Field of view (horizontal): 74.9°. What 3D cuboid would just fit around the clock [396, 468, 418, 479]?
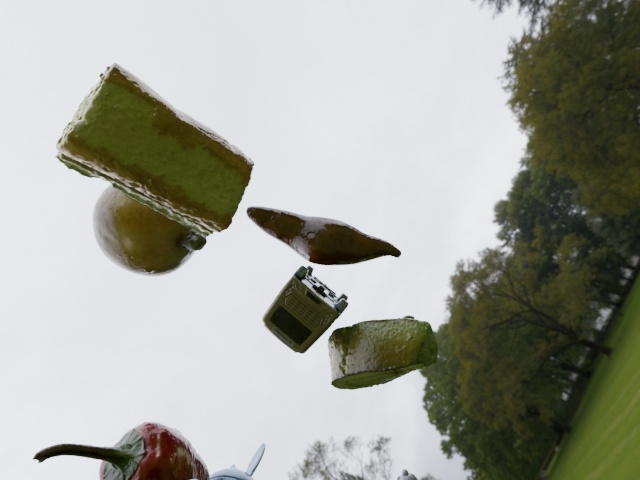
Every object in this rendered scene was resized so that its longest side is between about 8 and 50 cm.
[{"bbox_3d":[0.295,0.868,1.421,0.176,0.117,0.080,-68,-14,15],"label":"clock"}]

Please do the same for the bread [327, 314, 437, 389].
[{"bbox_3d":[0.140,0.243,0.922,0.257,0.124,0.186,-28,-33,32],"label":"bread"}]

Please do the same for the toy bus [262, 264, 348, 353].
[{"bbox_3d":[-0.033,0.158,0.975,0.157,0.139,0.289,-50,-3,0],"label":"toy bus"}]

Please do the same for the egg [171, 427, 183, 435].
[{"bbox_3d":[-0.352,0.464,0.941,0.096,0.080,0.080,-30,-43,-54],"label":"egg"}]

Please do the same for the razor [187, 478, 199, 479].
[{"bbox_3d":[-0.092,0.459,0.492,0.113,0.349,0.204,-52,-9,13],"label":"razor"}]

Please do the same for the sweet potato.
[{"bbox_3d":[0.005,0.002,0.952,0.112,0.360,0.112,11,-90,-87],"label":"sweet potato"}]

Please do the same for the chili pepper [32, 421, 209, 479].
[{"bbox_3d":[-0.286,0.376,0.698,0.338,0.131,0.134,77,-153,-44],"label":"chili pepper"}]

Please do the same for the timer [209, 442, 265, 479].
[{"bbox_3d":[-0.199,0.619,1.002,0.175,0.175,0.255,-61,-21,-2],"label":"timer"}]

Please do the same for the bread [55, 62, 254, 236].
[{"bbox_3d":[-0.347,-0.191,0.934,0.375,0.165,0.236,30,-116,-33],"label":"bread"}]

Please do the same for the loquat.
[{"bbox_3d":[-0.488,-0.042,1.255,0.328,0.360,0.328,-49,-29,-39],"label":"loquat"}]
